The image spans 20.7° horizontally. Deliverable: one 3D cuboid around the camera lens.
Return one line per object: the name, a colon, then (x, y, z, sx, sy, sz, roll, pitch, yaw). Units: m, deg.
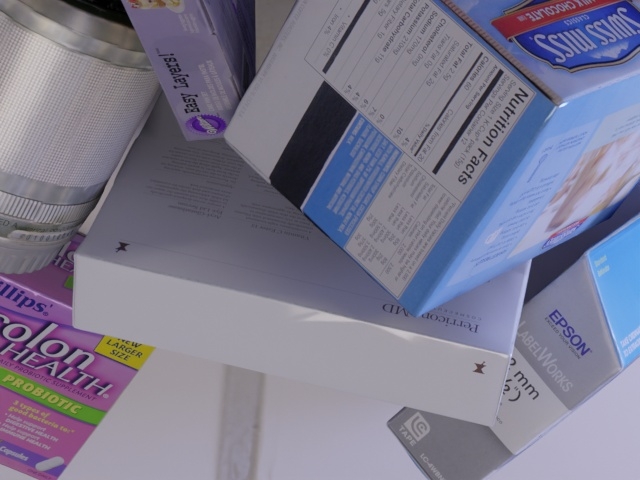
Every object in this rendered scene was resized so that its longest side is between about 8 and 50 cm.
camera lens: (-0.262, -0.137, 1.524, 0.219, 0.219, 0.274, 24, 112, -17)

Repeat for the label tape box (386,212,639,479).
label tape box: (0.257, 0.088, 1.702, 0.347, 0.249, 0.115, -42, 81, 29)

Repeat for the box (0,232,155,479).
box: (-0.310, 0.105, 1.807, 0.213, 0.117, 0.243, 26, 123, -19)

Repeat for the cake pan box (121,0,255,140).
cake pan box: (-0.103, -0.244, 1.403, 0.070, 0.246, 0.267, -4, 154, 9)

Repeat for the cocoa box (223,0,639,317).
cocoa box: (0.142, -0.128, 1.439, 0.228, 0.347, 0.231, 44, 125, 18)

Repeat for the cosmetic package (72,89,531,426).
cosmetic package: (0.000, 0.000, 1.572, 0.377, 0.284, 0.097, 13, 128, 6)
